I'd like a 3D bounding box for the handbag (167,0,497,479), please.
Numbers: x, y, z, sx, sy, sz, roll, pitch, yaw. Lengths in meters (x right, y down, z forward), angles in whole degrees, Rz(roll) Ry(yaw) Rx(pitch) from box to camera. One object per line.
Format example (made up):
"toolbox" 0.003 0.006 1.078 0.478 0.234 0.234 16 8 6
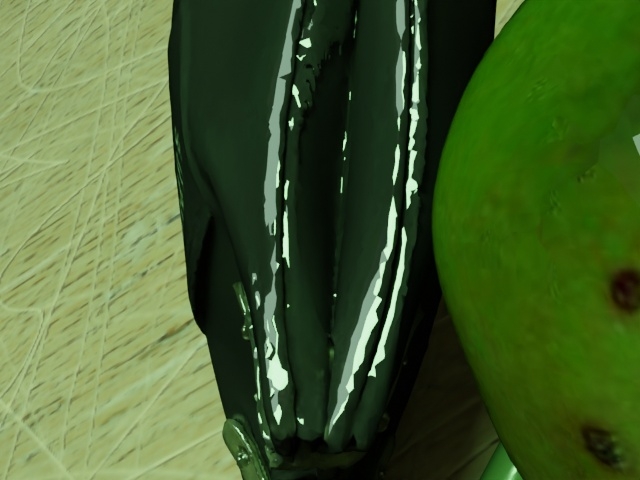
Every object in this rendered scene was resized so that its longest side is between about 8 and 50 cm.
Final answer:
"handbag" 0.000 0.000 0.746 0.152 0.342 0.288 2 63 0

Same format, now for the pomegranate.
"pomegranate" 0.172 -0.048 0.604 0.309 0.216 0.358 -30 19 -5

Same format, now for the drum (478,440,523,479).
"drum" 0.043 0.169 0.743 0.130 0.049 0.253 1 62 44
